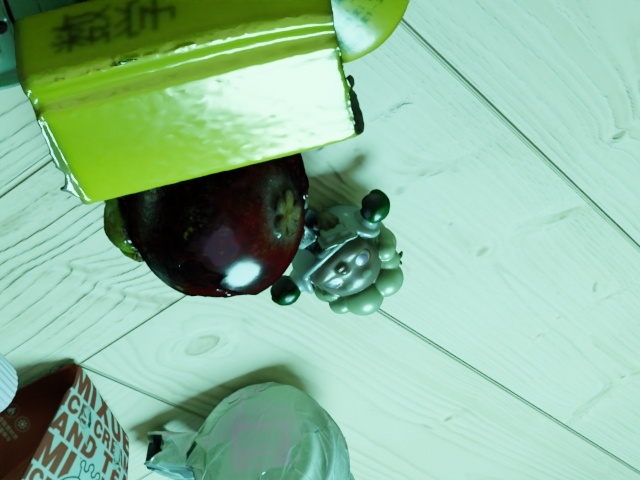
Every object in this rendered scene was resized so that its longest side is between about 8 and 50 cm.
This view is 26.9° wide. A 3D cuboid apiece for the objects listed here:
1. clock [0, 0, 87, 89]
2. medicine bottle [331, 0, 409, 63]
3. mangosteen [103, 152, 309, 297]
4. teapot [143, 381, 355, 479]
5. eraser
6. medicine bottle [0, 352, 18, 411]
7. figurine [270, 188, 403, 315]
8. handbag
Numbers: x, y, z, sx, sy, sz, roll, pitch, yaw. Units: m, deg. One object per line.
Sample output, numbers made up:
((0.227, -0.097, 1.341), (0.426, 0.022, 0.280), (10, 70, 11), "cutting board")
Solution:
((-0.239, -0.167, 0.922), (0.211, 0.066, 0.159), (-15, 144, -3), "clock")
((-0.058, -0.213, 0.926), (0.111, 0.076, 0.309), (-39, 141, 24), "medicine bottle")
((-0.102, -0.035, 1.094), (0.180, 0.166, 0.166), (2, 150, 19), "mangosteen")
((-0.068, 0.271, 1.516), (0.222, 0.163, 0.178), (-23, 152, 7), "teapot")
((-0.089, -0.111, 0.938), (0.226, 0.069, 0.158), (-14, 150, 1), "eraser")
((-0.346, 0.094, 1.214), (0.084, 0.083, 0.203), (-21, 143, 5), "medicine bottle")
((0.001, 0.001, 1.232), (0.147, 0.093, 0.197), (-43, 139, 14), "figurine")
((-0.317, 0.271, 1.369), (0.298, 0.151, 0.171), (-49, 145, -16), "handbag")
